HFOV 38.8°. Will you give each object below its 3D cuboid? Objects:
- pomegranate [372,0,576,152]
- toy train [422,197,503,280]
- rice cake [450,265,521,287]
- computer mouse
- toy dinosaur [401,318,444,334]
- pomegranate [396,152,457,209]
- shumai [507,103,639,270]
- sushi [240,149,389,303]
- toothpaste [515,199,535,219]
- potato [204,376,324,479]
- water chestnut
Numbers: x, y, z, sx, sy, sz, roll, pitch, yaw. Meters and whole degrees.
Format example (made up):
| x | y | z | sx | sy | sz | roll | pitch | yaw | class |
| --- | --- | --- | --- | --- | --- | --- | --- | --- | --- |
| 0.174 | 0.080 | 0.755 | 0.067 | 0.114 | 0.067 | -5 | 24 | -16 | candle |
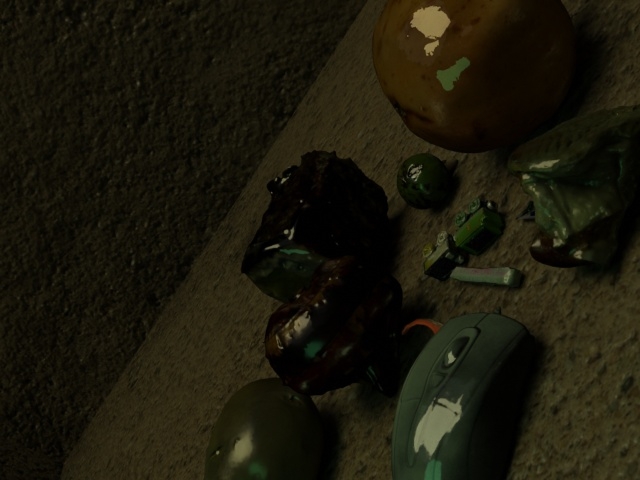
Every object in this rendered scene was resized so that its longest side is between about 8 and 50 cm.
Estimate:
| x | y | z | sx | sy | sz | roll | pitch | yaw | class |
| --- | --- | --- | --- | --- | --- | --- | --- | --- | --- |
| 0.302 | -0.371 | 1.703 | 0.410 | 0.410 | 0.410 | -51 | 21 | 29 | pomegranate |
| 0.264 | 0.003 | 1.713 | 0.202 | 0.060 | 0.081 | -48 | 28 | 38 | toy train |
| 0.289 | 0.061 | 1.604 | 0.207 | 0.033 | 0.033 | 0 | 73 | 70 | rice cake |
| 0.200 | 0.257 | 1.376 | 0.188 | 0.122 | 0.371 | 0 | 62 | 49 | computer mouse |
| 0.215 | 0.187 | 1.560 | 0.279 | 0.055 | 0.101 | 5 | 59 | 53 | toy dinosaur |
| 0.232 | -0.132 | 1.936 | 0.161 | 0.122 | 0.122 | -28 | -2 | -35 | pomegranate |
| 0.415 | -0.082 | 1.379 | 0.271 | 0.204 | 0.222 | -29 | 13 | -18 | shumai |
| 0.002 | -0.002 | 2.052 | 0.281 | 0.299 | 0.294 | -16 | 46 | 33 | sushi |
| 0.383 | -0.050 | 1.530 | 0.045 | 0.028 | 0.170 | -52 | 14 | -8 | toothpaste |
| -0.109 | 0.421 | 1.831 | 0.243 | 0.221 | 0.326 | -45 | 20 | 45 | potato |
| 0.049 | 0.187 | 1.753 | 0.300 | 0.300 | 0.300 | -51 | 21 | 29 | water chestnut |
